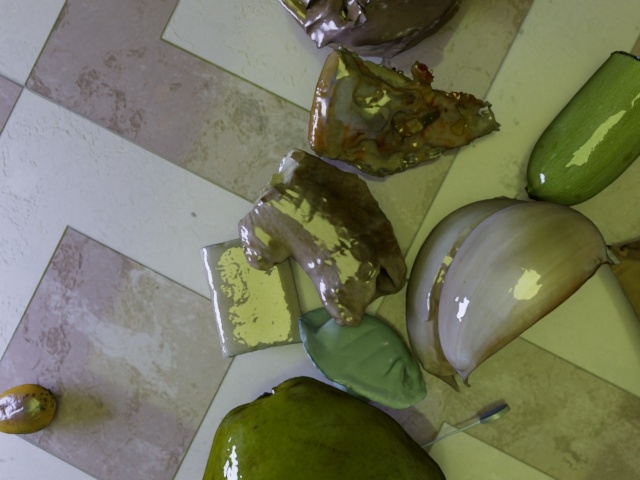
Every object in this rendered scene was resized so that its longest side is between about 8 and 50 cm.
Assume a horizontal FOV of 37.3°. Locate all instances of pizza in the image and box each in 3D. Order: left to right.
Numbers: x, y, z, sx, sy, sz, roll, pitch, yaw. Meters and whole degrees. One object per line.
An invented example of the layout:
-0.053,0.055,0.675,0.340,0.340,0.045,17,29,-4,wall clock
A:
0.123,-0.172,1.390,0.296,0.071,0.189,12,118,-24,pizza

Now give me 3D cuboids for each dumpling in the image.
0.052,0.185,1.402,0.219,0.108,0.153,32,52,13,dumpling

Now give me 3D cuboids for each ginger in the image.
0.000,0.000,1.386,0.221,0.130,0.276,-19,79,-17,ginger

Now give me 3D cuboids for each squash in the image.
0.399,-0.145,1.380,0.132,0.132,0.247,40,95,5,squash

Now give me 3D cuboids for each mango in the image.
-0.467,0.267,1.486,0.114,0.057,0.079,-21,91,13,mango

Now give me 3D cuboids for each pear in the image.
0.006,0.398,1.304,0.351,0.352,0.414,-27,91,4,pear

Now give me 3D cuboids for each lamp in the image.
0.188,0.280,1.427,0.198,0.050,0.056,-26,85,4,lamp

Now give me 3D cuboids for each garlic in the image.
0.251,0.061,1.333,0.313,0.286,0.249,-34,126,2,garlic

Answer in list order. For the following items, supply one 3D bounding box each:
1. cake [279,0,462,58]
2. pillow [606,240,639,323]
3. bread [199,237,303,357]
0.066,-0.432,1.319,0.332,0.321,0.333,0,91,4,cake
0.602,0.102,1.358,0.310,0.119,0.313,-21,89,7,pillow
-0.102,0.080,1.451,0.139,0.060,0.178,-11,88,4,bread
